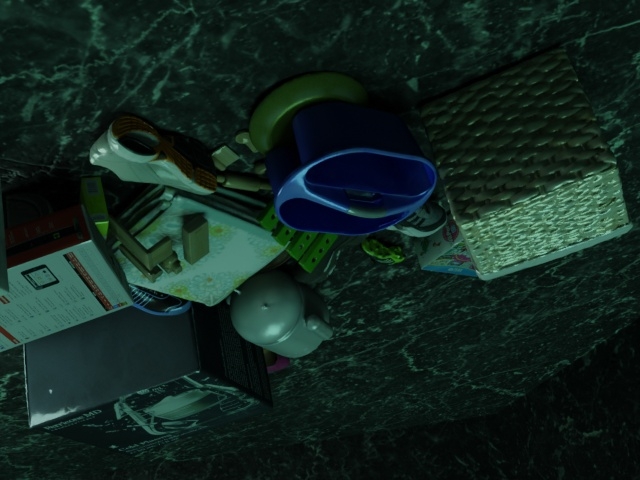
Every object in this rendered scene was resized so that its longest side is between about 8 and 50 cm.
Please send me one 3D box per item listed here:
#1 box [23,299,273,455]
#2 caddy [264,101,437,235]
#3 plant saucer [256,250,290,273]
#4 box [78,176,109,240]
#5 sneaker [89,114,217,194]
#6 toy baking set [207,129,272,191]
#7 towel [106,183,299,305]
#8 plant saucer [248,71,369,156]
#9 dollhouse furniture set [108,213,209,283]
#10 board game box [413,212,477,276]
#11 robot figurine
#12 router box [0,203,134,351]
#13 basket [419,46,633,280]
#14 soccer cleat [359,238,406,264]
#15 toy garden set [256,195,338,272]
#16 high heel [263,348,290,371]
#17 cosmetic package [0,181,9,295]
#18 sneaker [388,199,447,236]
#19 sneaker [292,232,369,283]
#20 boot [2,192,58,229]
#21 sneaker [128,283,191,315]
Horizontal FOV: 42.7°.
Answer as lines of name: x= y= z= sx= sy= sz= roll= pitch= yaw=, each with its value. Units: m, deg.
box: x=-0.448 y=0.345 z=2.197 sx=0.480 sy=0.297 sz=0.472 roll=-20 pitch=151 yaw=12
caddy: x=0.060 y=-0.116 z=1.557 sx=0.341 sy=0.179 sz=0.241 roll=4 pitch=142 yaw=-37
plant saucer: x=-0.166 y=0.025 z=1.994 sx=0.199 sy=0.036 sz=0.198 roll=-11 pitch=154 yaw=-6
box: x=-0.459 y=-0.036 z=1.645 sx=0.042 sy=0.109 sz=0.178 roll=-7 pitch=153 yaw=-24
sneaker: x=-0.313 y=-0.146 z=1.541 sx=0.121 sy=0.099 sz=0.262 roll=-24 pitch=145 yaw=34
toy baking set: x=-0.106 y=-0.159 z=1.670 sx=0.256 sy=0.030 sz=0.197 roll=10 pitch=144 yaw=-40
towel: x=-0.278 y=0.004 z=1.801 sx=0.375 sy=0.090 sz=0.321 roll=22 pitch=133 yaw=-41
plant saucer: x=-0.016 y=-0.220 z=1.558 sx=0.241 sy=0.037 sz=0.241 roll=-15 pitch=149 yaw=-9
dollhouse furniture set: x=-0.325 y=-0.010 z=1.661 sx=0.151 sy=0.123 sz=0.144 roll=-38 pitch=157 yaw=-28
board game box: x=0.428 y=-0.023 z=2.134 sx=0.224 sy=0.097 sz=0.303 roll=8 pitch=147 yaw=-37
robot figurine: x=-0.107 y=0.194 z=2.166 sx=0.300 sy=0.199 sz=0.353 roll=10 pitch=166 yaw=30
router box: x=-0.547 y=0.083 z=1.573 sx=0.301 sy=0.082 sz=0.335 roll=-19 pitch=157 yaw=-8
basket: x=0.397 y=-0.147 z=1.628 sx=0.331 sy=0.328 sz=0.266 roll=-22 pitch=149 yaw=15
soccer cleat: x=0.153 y=0.037 z=2.154 sx=0.072 sy=0.060 sz=0.179 roll=-31 pitch=152 yaw=32
toy garden set: x=-0.029 y=-0.070 z=1.765 sx=0.203 sy=0.049 sz=0.244 roll=-54 pitch=144 yaw=-10
high heel: x=-0.182 y=0.359 z=2.590 sx=0.244 sy=0.082 sz=0.117 roll=19 pitch=150 yaw=-29
cosmetic package: x=-0.640 y=-0.089 z=1.256 sx=0.098 sy=0.284 sz=0.377 roll=-18 pitch=153 yaw=11
sneaker: x=0.217 y=-0.089 z=1.887 sx=0.269 sy=0.101 sz=0.153 roll=8 pitch=148 yaw=-33
sneaker: x=0.000 y=0.000 z=1.976 sx=0.130 sy=0.109 sz=0.286 roll=13 pitch=134 yaw=-32
boot: x=-0.617 y=0.046 z=1.698 sx=0.377 sy=0.138 sz=0.284 roll=-31 pitch=153 yaw=19
sneaker: x=-0.417 y=0.110 z=1.923 sx=0.232 sy=0.081 sz=0.090 roll=13 pitch=144 yaw=-4
